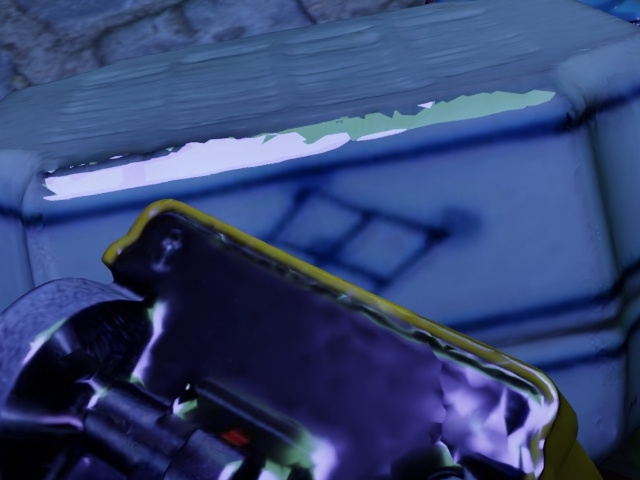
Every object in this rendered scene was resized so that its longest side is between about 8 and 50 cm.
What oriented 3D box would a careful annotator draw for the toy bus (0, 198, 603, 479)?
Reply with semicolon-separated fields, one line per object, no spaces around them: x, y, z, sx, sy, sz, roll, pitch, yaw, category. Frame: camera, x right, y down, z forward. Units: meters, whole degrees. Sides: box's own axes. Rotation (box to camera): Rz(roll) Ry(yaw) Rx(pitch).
-0.057;0.168;0.354;0.145;0.151;0.331;25;79;30;toy bus

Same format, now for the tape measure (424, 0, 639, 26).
0.136;-0.143;0.878;0.146;0.081;0.125;-9;31;1;tape measure

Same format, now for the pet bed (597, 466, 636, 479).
0.066;0.149;0.501;0.201;0.053;0.201;-4;38;3;pet bed

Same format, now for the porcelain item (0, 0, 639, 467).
0.000;0.000;0.595;0.281;0.157;0.286;-12;16;-1;porcelain item
